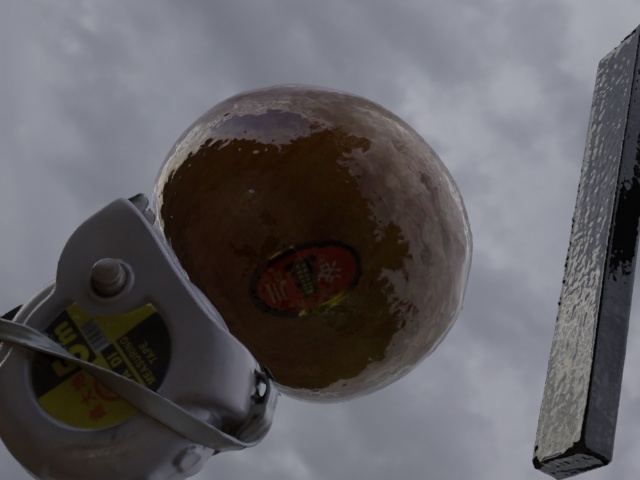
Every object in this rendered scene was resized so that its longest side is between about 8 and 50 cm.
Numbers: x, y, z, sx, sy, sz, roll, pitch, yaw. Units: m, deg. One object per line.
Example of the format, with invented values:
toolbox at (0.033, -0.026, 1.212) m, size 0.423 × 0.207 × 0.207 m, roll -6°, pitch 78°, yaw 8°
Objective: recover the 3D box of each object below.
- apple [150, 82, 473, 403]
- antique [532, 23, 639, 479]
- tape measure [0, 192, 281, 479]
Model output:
apple at (0.000, 0.000, 1.332) m, size 0.400 × 0.333 × 0.400 m, roll 54°, pitch -6°, yaw 9°
antique at (0.108, -0.003, 0.416) m, size 0.015 × 0.192 × 0.031 m, roll 26°, pitch -31°, yaw -13°
tape measure at (-0.158, 0.101, 0.853) m, size 0.236 × 0.197 × 0.120 m, roll 50°, pitch -12°, yaw 29°
